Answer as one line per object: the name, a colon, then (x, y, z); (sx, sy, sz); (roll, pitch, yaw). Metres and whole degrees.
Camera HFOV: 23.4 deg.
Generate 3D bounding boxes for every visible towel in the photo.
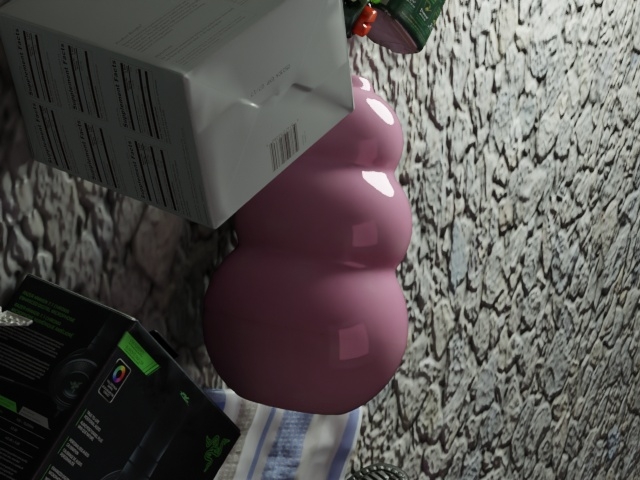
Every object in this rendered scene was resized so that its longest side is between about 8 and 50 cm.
towel: (-0.070, 0.262, 1.671); (0.285, 0.034, 0.209); (10, 98, -49)

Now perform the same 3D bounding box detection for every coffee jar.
coffee jar: (0.105, -0.295, 1.623); (0.184, 0.079, 0.096); (-61, 140, -14)

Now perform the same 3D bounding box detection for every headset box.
headset box: (-0.221, 0.202, 1.355); (0.283, 0.131, 0.246); (-59, 147, -19)

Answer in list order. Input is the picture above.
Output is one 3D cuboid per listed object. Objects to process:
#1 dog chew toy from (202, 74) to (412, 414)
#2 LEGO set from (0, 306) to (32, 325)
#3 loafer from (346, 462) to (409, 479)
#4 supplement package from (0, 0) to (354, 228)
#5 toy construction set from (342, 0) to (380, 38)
dog chew toy: (0.000, 0.000, 1.529); (0.207, 0.207, 0.331); (10, 90, -58)
LEGO set: (-0.331, 0.090, 1.198); (0.244, 0.060, 0.182); (-61, 151, -15)
loafer: (0.036, 0.373, 1.905); (0.220, 0.080, 0.078); (-53, 154, -17)
supplement package: (-0.114, -0.143, 1.257); (0.194, 0.203, 0.149); (-42, 139, -36)
toy construction set: (0.048, -0.322, 1.454); (0.328, 0.151, 0.215); (-34, 158, -33)
